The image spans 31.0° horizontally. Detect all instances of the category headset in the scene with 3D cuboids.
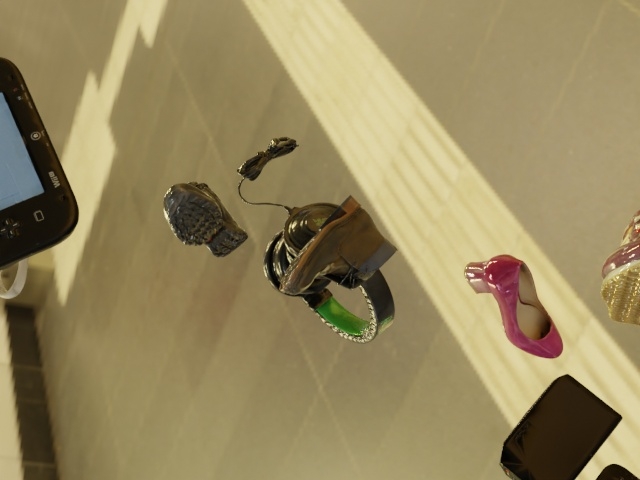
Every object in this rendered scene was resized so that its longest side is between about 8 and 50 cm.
[{"bbox_3d":[0.000,0.000,2.073,0.394,0.185,0.243,49,154,4],"label":"headset"}]

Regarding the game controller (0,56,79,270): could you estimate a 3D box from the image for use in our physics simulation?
[{"bbox_3d":[-0.439,-0.107,1.539,0.319,0.166,0.067,62,178,24],"label":"game controller"}]

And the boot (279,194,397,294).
[{"bbox_3d":[0.030,0.028,1.567,0.082,0.106,0.219,-46,4,43],"label":"boot"}]

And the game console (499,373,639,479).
[{"bbox_3d":[0.498,0.413,1.989,0.213,0.361,0.044,-46,-14,-20],"label":"game console"}]

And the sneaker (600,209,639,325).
[{"bbox_3d":[0.232,0.008,0.802,0.185,0.070,0.083,57,-136,-73],"label":"sneaker"}]

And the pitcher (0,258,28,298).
[{"bbox_3d":[-0.499,-0.026,1.876,0.178,0.125,0.207,47,110,23],"label":"pitcher"}]

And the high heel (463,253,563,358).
[{"bbox_3d":[0.341,0.109,1.845,0.117,0.244,0.082,-7,40,54],"label":"high heel"}]

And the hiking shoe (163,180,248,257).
[{"bbox_3d":[-0.205,-0.049,1.862,0.086,0.227,0.114,-40,63,1],"label":"hiking shoe"}]
